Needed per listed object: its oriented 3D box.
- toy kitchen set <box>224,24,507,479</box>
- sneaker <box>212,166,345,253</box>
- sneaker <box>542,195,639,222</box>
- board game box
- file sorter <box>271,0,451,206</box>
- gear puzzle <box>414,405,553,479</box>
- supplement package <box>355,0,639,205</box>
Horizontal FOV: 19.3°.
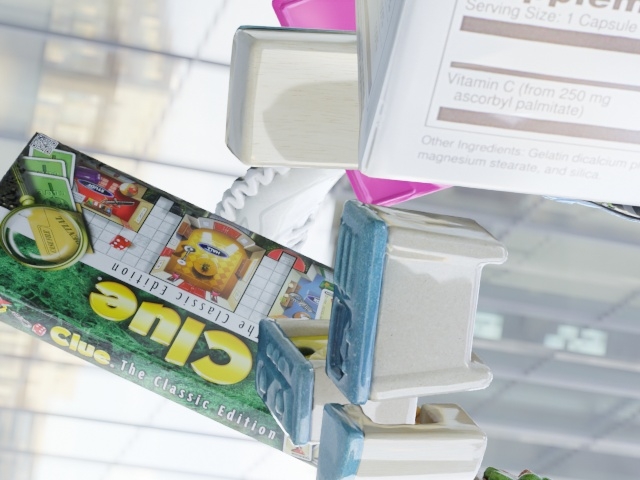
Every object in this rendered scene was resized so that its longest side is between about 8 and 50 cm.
[{"bbox_3d":[0.000,0.000,0.860,0.166,0.122,0.207,-135,-131,-69],"label":"toy kitchen set"},{"bbox_3d":[-0.058,0.005,1.803,0.292,0.110,0.118,-42,-101,36],"label":"sneaker"},{"bbox_3d":[0.244,-0.061,1.567,0.078,0.188,0.067,47,60,-52],"label":"sneaker"},{"bbox_3d":[-0.080,0.035,1.102,0.136,0.259,0.030,-64,178,-45],"label":"board game box"},{"bbox_3d":[0.137,-0.190,1.511,0.182,0.290,0.202,-85,154,-58],"label":"file sorter"},{"bbox_3d":[0.160,0.189,1.416,0.044,0.339,0.175,-58,-147,-2],"label":"gear puzzle"},{"bbox_3d":[0.146,-0.118,0.426,0.204,0.262,0.145,-91,-170,-46],"label":"supplement package"}]
